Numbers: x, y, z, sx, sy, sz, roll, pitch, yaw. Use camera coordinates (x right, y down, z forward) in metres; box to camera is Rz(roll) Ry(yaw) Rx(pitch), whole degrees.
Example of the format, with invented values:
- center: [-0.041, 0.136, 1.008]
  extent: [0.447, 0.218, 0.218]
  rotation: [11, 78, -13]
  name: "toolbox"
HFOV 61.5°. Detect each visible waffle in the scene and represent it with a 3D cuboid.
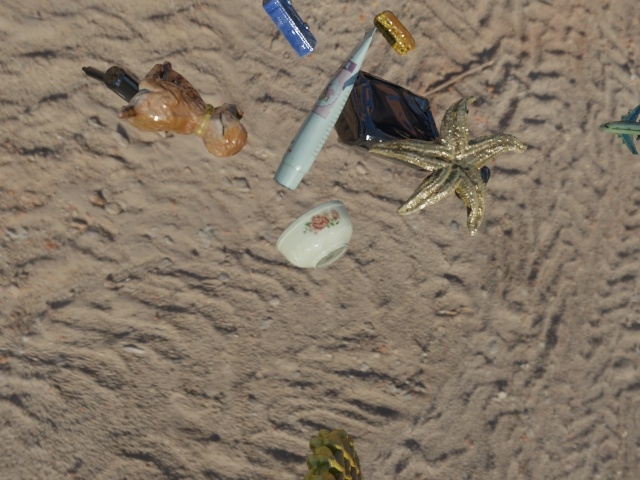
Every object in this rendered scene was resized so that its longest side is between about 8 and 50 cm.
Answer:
- center: [0.040, 0.479, 0.957]
  extent: [0.309, 0.065, 0.283]
  rotation: [-1, 79, -74]
  name: "waffle"

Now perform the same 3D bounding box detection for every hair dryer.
- center: [-0.629, -0.482, 1.575]
  extent: [0.248, 0.114, 0.071]
  rotation: [30, 86, 25]
  name: "hair dryer"

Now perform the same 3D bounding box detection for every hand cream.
- center: [0.014, -0.246, 1.018]
  extent: [0.058, 0.085, 0.331]
  rotation: [31, 98, -12]
  name: "hand cream"

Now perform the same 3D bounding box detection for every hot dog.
- center: [0.231, -0.650, 1.681]
  extent: [0.165, 0.071, 0.045]
  rotation: [39, 51, -30]
  name: "hot dog"

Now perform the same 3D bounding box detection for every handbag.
- center: [0.171, -0.291, 1.455]
  extent: [0.301, 0.178, 0.275]
  rotation: [13, 58, -30]
  name: "handbag"

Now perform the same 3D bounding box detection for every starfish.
- center: [0.221, -0.124, 0.901]
  extent: [0.277, 0.062, 0.236]
  rotation: [-2, 97, -9]
  name: "starfish"

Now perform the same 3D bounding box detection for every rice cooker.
- center: [0.601, -0.233, 2.143]
  extent: [0.112, 0.165, 0.106]
  rotation: [32, 18, 10]
  name: "rice cooker"

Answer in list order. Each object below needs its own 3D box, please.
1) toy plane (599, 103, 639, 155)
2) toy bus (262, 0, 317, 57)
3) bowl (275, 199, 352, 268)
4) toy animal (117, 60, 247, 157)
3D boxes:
- center: [0.452, -0.163, 0.781]
  extent: [0.033, 0.083, 0.080]
  rotation: [6, 94, -55]
  name: "toy plane"
- center: [-0.104, -0.752, 1.857]
  extent: [0.236, 0.079, 0.094]
  rotation: [46, 29, -35]
  name: "toy bus"
- center: [0.000, 0.000, 1.806]
  extent: [0.277, 0.277, 0.145]
  rotation: [-25, 70, -31]
  name: "bowl"
- center: [-0.210, -0.182, 0.856]
  extent: [0.185, 0.104, 0.184]
  rotation: [36, 31, -16]
  name: "toy animal"
